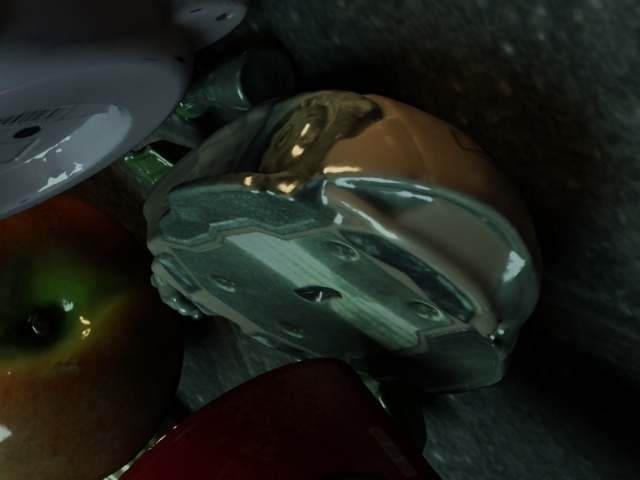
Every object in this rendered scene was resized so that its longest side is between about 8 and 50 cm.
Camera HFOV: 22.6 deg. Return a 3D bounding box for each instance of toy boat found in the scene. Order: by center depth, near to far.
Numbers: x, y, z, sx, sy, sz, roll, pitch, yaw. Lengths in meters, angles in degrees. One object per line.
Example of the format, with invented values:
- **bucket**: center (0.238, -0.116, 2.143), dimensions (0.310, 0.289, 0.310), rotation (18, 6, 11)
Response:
- **toy boat**: center (-0.019, 0.037, 1.100), dimensions (0.293, 0.055, 0.093), rotation (52, 154, -13)

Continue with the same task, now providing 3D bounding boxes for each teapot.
- **teapot**: center (-0.059, -0.095, 0.992), dimensions (0.043, 0.043, 0.111), rotation (56, 155, -18)

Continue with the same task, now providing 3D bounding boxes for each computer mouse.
- **computer mouse**: center (0.004, -0.005, 0.934), dimensions (0.199, 0.115, 0.389), rotation (40, 158, -19)

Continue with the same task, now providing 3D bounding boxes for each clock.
- **clock**: center (-0.213, -0.091, 0.942), dimensions (0.322, 0.295, 0.113), rotation (-31, 77, 50)

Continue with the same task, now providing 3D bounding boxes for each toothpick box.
- **toothpick box**: center (0.038, 0.251, 0.867), dimensions (0.333, 0.204, 0.204), rotation (51, 157, 25)

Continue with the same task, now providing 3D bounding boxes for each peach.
- **peach**: center (-0.232, 0.082, 1.280), dimensions (0.252, 0.252, 0.252), rotation (35, 151, 22)

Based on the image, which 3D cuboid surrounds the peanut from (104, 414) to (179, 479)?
- **peanut**: center (-0.176, 0.197, 1.490), dimensions (0.256, 0.123, 0.123), rotation (49, 154, 6)
